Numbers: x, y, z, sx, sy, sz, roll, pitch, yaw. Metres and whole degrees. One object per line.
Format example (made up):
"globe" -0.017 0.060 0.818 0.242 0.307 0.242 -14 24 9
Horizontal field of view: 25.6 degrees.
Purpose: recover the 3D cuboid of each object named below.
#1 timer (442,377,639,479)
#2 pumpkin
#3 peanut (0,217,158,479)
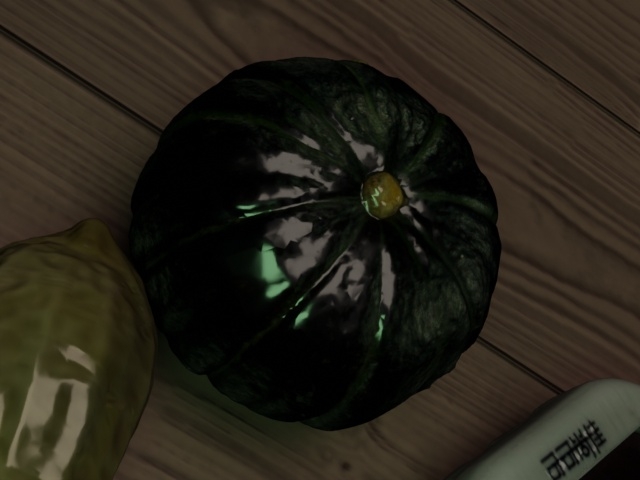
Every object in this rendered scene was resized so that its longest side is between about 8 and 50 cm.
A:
"timer" 0.173 0.217 0.843 0.262 0.087 0.237 -25 82 -47
"pumpkin" 0.000 0.000 0.810 0.220 0.162 0.220 11 66 -24
"peanut" -0.154 0.109 0.679 0.120 0.136 0.298 27 50 -12
